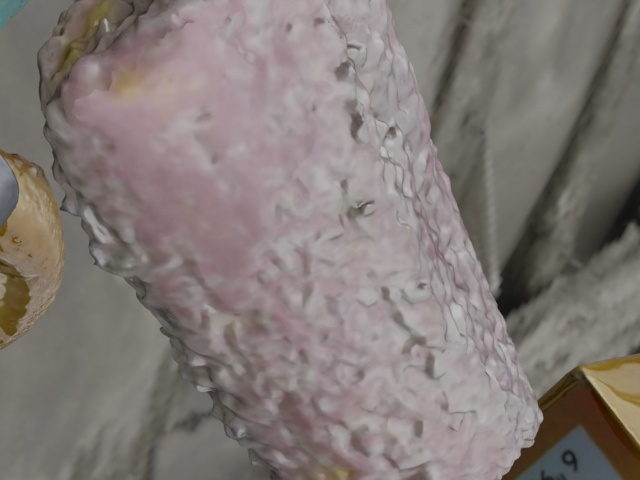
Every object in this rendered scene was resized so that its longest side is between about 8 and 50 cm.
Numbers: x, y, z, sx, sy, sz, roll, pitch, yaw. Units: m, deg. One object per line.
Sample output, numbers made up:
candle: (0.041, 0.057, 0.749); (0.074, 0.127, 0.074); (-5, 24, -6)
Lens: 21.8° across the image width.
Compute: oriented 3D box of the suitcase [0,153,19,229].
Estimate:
suitcase: (-0.282, -0.084, 0.714); (0.285, 0.206, 0.066); (56, 36, -16)

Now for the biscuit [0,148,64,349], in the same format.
biscuit: (-0.330, 0.026, 1.191); (0.296, 0.102, 0.296); (-9, 150, -5)

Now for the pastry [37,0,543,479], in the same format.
pastry: (0.000, 0.012, 0.521); (0.112, 0.103, 0.265); (-82, 150, -41)

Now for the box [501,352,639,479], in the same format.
box: (0.086, 0.227, 0.943); (0.415, 0.116, 0.264); (-46, 159, 24)

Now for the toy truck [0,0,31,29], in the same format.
toy truck: (-0.260, -0.364, 1.738); (0.363, 0.178, 0.176); (-43, 136, -8)
